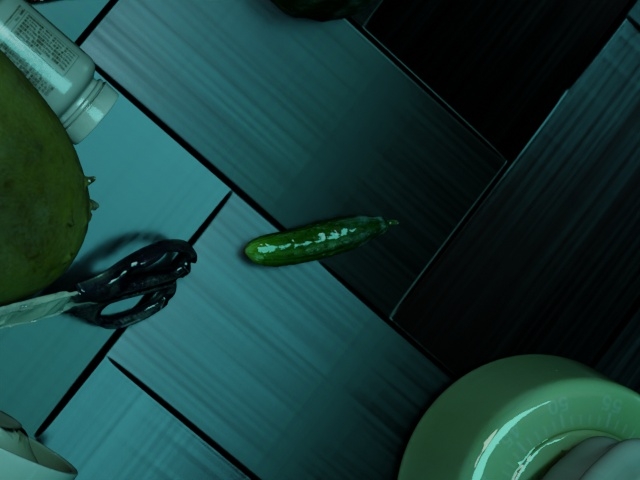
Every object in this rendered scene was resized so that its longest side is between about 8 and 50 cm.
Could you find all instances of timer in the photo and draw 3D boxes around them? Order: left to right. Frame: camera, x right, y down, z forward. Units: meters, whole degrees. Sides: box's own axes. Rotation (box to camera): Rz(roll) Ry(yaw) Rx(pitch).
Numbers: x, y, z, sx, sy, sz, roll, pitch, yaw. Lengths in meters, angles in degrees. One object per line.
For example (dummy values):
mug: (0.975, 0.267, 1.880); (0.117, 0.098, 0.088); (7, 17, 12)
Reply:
timer: (0.255, 0.254, 1.785); (0.291, 0.315, 0.290); (0, 88, -19)

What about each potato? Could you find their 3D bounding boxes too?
potato: (-0.357, -0.065, 1.624); (0.359, 0.219, 0.269); (42, 80, -32)

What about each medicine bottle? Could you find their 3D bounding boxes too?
medicine bottle: (-0.253, -0.154, 1.743); (0.140, 0.079, 0.079); (41, 78, -14)

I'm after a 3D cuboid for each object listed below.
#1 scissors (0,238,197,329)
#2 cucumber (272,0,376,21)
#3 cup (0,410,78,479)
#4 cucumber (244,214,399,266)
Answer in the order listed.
scissors: (-0.226, 0.055, 1.687); (0.300, 0.109, 0.022); (-14, 57, -48)
cucumber: (0.009, -0.299, 1.813); (0.191, 0.130, 0.191); (2, 82, -16)
cup: (-0.318, 0.255, 1.685); (0.241, 0.185, 0.226); (32, 84, -47)
cucumber: (0.000, 0.000, 1.848); (0.155, 0.037, 0.037); (-12, 93, -16)
